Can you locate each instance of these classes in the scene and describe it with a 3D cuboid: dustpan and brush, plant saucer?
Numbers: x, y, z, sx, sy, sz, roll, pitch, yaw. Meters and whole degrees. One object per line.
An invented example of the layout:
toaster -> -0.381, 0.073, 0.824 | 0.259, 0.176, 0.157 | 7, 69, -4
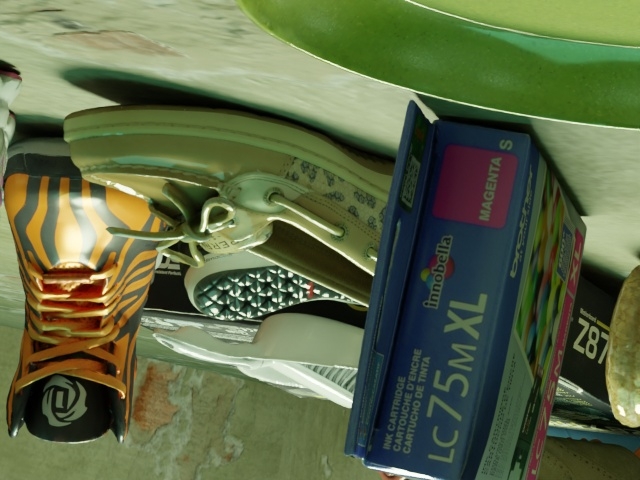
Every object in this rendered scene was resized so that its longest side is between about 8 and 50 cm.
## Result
dustpan and brush -> -0.028, 0.086, 1.309 | 0.211, 0.060, 0.147 | 27, 159, -27
plant saucer -> 0.090, -0.082, 0.604 | 0.241, 0.037, 0.241 | 9, 172, 1

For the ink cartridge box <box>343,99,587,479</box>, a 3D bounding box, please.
ink cartridge box -> 0.089, 0.047, 0.992 | 0.065, 0.186, 0.311 | 10, 172, 19

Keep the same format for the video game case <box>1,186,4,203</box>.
video game case -> -0.242, -0.045, 1.360 | 0.143, 0.019, 0.157 | 13, 172, -20

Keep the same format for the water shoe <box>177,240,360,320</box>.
water shoe -> 0.000, 0.000, 1.258 | 0.203, 0.080, 0.073 | -6, 135, -16

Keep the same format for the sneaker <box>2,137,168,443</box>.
sneaker -> -0.164, 0.049, 1.252 | 0.124, 0.180, 0.321 | 5, 162, 2

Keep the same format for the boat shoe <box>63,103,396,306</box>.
boat shoe -> -0.021, -0.014, 1.040 | 0.285, 0.089, 0.104 | 15, 171, -31

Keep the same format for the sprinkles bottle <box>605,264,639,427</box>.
sprinkles bottle -> 0.381, 0.092, 1.214 | 0.355, 0.121, 0.121 | 7, 172, 24

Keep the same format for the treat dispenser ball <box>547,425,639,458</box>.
treat dispenser ball -> 0.274, 0.222, 1.669 | 0.288, 0.288, 0.288 | 9, 172, 1

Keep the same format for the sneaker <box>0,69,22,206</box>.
sneaker -> -0.238, -0.037, 1.057 | 0.103, 0.111, 0.252 | 11, 172, -9

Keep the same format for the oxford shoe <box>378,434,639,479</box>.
oxford shoe -> 0.188, 0.211, 1.471 | 0.348, 0.130, 0.123 | 36, 137, -10

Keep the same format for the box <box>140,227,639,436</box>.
box -> 0.065, 0.076, 1.485 | 0.395, 0.097, 0.318 | 3, 162, 36
